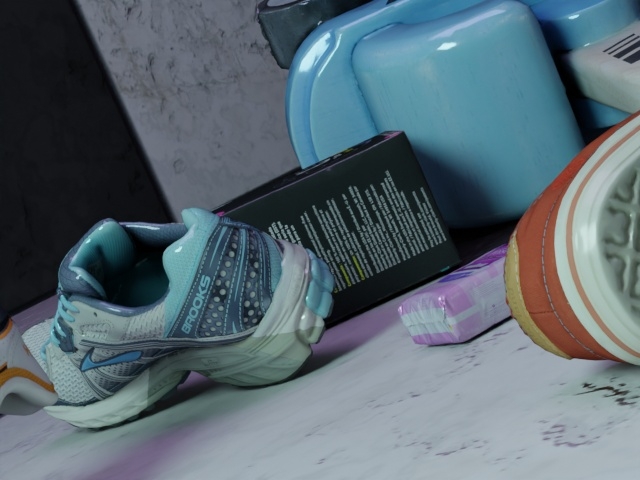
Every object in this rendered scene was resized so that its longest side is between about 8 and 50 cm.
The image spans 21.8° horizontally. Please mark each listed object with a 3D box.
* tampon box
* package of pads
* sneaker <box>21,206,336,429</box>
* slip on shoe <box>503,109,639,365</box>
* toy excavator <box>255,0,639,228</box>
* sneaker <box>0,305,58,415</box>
[{"bbox_3d":[0.000,0.000,1.174,0.161,0.101,0.120,-24,5,-3],"label":"tampon box"},{"bbox_3d":[0.089,0.028,0.902,0.083,0.032,0.050,-27,9,-26],"label":"package of pads"},{"bbox_3d":[-0.123,0.036,1.057,0.283,0.122,0.110,-20,45,43],"label":"sneaker"},{"bbox_3d":[0.205,-0.047,0.728,0.331,0.123,0.101,-32,5,-29],"label":"slip on shoe"},{"bbox_3d":[0.193,-0.122,1.229,0.433,0.222,0.445,-24,19,0],"label":"toy excavator"},{"bbox_3d":[-0.236,0.146,0.773,0.126,0.127,0.321,-26,26,54],"label":"sneaker"}]
